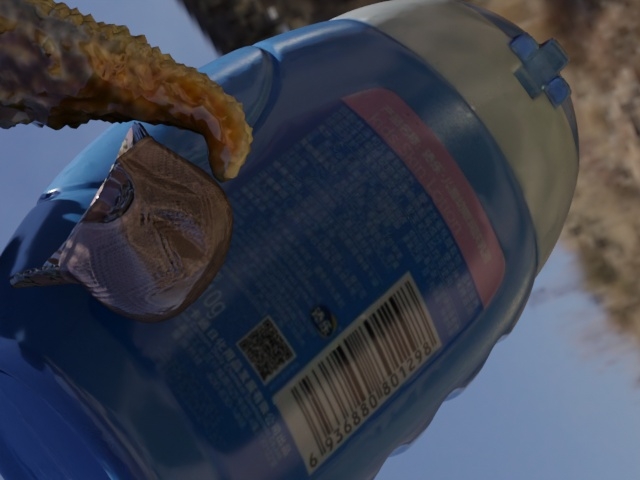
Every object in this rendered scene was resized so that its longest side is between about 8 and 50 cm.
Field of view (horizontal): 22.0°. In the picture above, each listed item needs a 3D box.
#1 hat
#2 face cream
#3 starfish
[{"bbox_3d":[-0.050,0.000,0.453,0.042,0.058,0.087,40,161,-10],"label":"hat"},{"bbox_3d":[0.000,0.000,0.573,0.264,0.083,0.149,-40,-82,-35],"label":"face cream"},{"bbox_3d":[-0.208,-0.015,0.529,0.293,0.302,0.084,132,148,-58],"label":"starfish"}]
